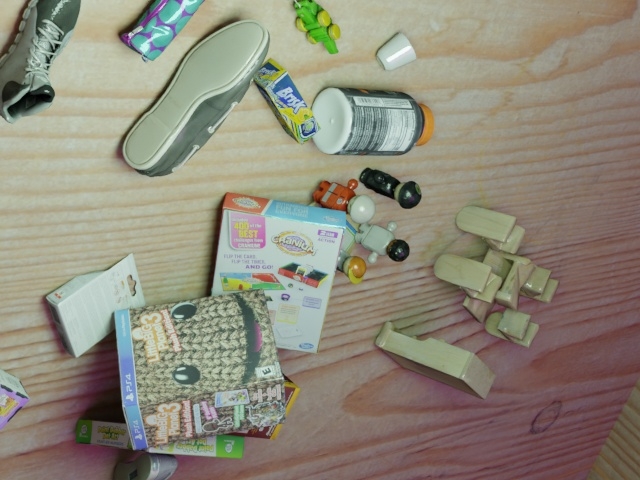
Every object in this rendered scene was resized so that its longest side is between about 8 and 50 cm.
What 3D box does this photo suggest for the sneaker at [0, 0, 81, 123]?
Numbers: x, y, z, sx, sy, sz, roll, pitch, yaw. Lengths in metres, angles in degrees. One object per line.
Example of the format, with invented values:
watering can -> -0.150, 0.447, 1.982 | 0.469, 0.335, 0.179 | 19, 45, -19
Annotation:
sneaker -> -0.413, -0.270, 1.489 | 0.086, 0.132, 0.228 | 25, 105, -47

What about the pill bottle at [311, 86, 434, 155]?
pill bottle -> 0.110, -0.231, 1.954 | 0.246, 0.130, 0.130 | -3, 124, -39

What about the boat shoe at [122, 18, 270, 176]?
boat shoe -> -0.205, -0.243, 1.715 | 0.335, 0.112, 0.095 | -45, 157, 8

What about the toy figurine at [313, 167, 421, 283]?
toy figurine -> 0.097, -0.033, 2.052 | 0.213, 0.148, 0.209 | -18, 122, -41

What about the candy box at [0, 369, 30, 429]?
candy box -> -0.657, 0.292, 1.788 | 0.165, 0.070, 0.196 | -45, 140, 0

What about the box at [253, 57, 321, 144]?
box -> -0.063, -0.256, 1.844 | 0.054, 0.059, 0.169 | -42, 139, -6

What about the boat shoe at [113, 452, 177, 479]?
boat shoe -> -0.374, 0.503, 2.118 | 0.081, 0.079, 0.227 | 7, 153, -33

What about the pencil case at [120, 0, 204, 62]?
pencil case -> -0.252, -0.361, 1.600 | 0.151, 0.064, 0.070 | -49, 155, 3

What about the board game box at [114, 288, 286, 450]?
board game box -> -0.228, 0.238, 1.872 | 0.291, 0.232, 0.141 | -9, 135, -9

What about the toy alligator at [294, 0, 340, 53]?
toy alligator -> -0.015, -0.406, 1.775 | 0.190, 0.056, 0.051 | 42, 50, -48

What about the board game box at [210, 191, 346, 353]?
board game box -> -0.094, 0.071, 1.986 | 0.242, 0.064, 0.316 | 10, 122, -4

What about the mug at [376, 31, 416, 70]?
mug -> 0.147, -0.358, 1.938 | 0.064, 0.062, 0.078 | -33, 131, -3

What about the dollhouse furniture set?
dollhouse furniture set -> 0.356, 0.154, 2.457 | 0.362, 0.256, 0.394 | 43, 70, -50

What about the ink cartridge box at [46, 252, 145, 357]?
ink cartridge box -> -0.422, 0.115, 1.878 | 0.179, 0.045, 0.145 | -41, 142, -34

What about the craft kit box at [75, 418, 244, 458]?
craft kit box -> -0.329, 0.408, 2.036 | 0.250, 0.247, 0.061 | 18, 76, -47

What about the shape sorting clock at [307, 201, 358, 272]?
shape sorting clock -> 0.000, 0.000, 2.116 | 0.206, 0.040, 0.206 | -24, 127, -36

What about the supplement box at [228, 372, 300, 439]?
supplement box -> -0.187, 0.306, 2.082 | 0.191, 0.194, 0.129 | 18, 102, -46
